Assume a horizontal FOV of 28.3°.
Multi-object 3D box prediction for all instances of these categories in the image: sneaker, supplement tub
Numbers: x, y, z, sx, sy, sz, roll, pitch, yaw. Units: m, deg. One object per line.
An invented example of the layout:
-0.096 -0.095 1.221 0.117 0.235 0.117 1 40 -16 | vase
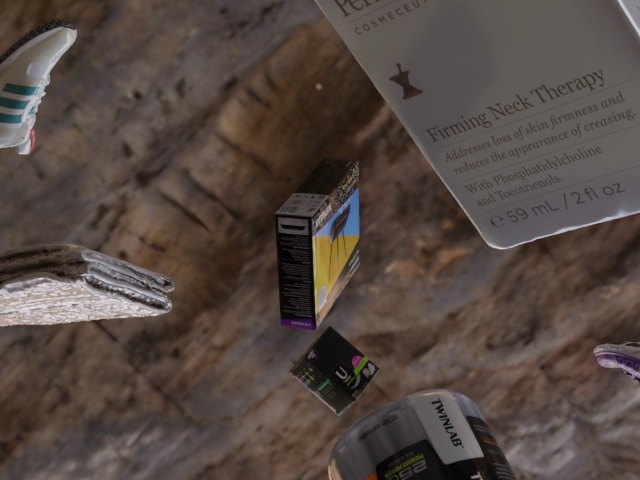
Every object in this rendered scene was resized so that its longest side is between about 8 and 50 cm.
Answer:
0.381 0.155 1.459 0.170 0.068 0.071 15 -79 53 | sneaker
-0.255 -0.118 1.075 0.161 0.075 0.057 -38 -162 9 | sneaker
0.158 0.360 1.470 0.207 0.207 0.338 -36 -126 11 | supplement tub

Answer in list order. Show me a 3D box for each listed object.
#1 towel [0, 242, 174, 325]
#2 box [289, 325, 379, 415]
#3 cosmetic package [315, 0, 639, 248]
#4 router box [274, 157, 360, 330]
-0.310 0.054 1.324 0.282 0.187 0.049 -6 -107 27 | towel
0.017 0.159 1.552 0.062 0.083 0.052 -48 179 -38 | box
0.271 -0.261 1.424 0.329 0.394 0.327 -18 -153 47 | cosmetic package
0.000 0.000 1.398 0.046 0.133 0.179 6 -155 16 | router box
